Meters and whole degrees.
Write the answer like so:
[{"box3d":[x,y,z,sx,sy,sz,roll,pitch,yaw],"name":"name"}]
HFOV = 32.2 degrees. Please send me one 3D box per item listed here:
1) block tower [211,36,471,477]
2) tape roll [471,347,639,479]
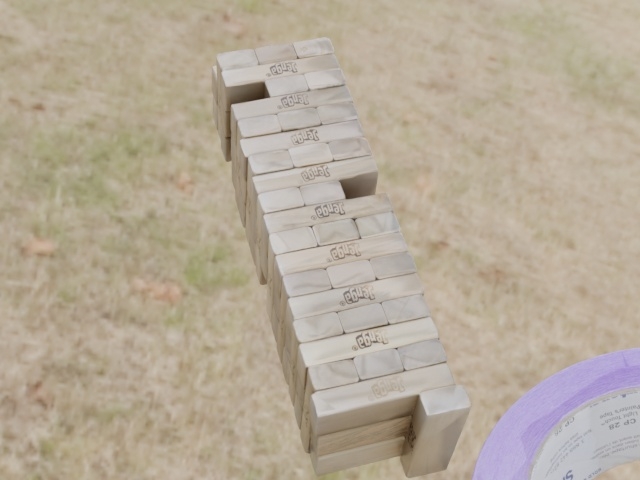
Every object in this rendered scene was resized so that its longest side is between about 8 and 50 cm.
[{"box3d":[0.000,0.000,0.773,0.097,0.091,0.335,-12,56,-12],"name":"block tower"},{"box3d":[0.256,0.208,0.834,0.275,0.090,0.274,-13,38,10],"name":"tape roll"}]
